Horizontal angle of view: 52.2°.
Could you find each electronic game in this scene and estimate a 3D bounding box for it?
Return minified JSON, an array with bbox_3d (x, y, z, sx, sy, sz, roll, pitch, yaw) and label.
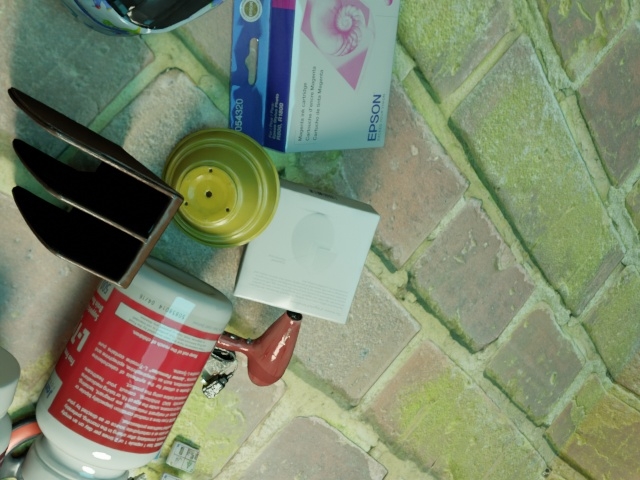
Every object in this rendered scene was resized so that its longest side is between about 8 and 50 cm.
[{"bbox_3d":[-0.522,0.423,1.221,0.229,0.048,0.229,-14,118,-29],"label":"electronic game"}]

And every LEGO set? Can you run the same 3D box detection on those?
[{"bbox_3d":[-0.371,0.481,1.328,0.244,0.060,0.182,43,58,-45],"label":"LEGO set"}]

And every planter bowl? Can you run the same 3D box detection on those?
[{"bbox_3d":[-0.183,-0.085,1.130,0.217,0.090,0.217,1,101,4],"label":"planter bowl"}]

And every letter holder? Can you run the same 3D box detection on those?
[{"bbox_3d":[-0.370,-0.089,0.937,0.214,0.302,0.152,33,90,-39],"label":"letter holder"}]

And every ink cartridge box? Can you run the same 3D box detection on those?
[{"bbox_3d":[-0.006,-0.330,1.232,0.330,0.071,0.323,-10,116,-32],"label":"ink cartridge box"}]

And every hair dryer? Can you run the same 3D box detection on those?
[{"bbox_3d":[-0.160,0.215,1.285,0.294,0.080,0.223,-25,129,11],"label":"hair dryer"}]

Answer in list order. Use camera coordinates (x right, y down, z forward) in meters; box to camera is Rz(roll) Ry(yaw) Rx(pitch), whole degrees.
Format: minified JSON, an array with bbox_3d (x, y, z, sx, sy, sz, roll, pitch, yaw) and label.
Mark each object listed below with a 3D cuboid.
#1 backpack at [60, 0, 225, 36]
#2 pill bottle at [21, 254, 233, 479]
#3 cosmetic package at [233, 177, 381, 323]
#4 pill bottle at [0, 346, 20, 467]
[{"bbox_3d":[-0.226,-0.447,0.935,0.290,0.274,0.355,51,57,-40],"label":"backpack"},{"bbox_3d":[-0.340,0.240,1.134,0.229,0.229,0.407,29,88,-39],"label":"pill bottle"},{"bbox_3d":[-0.031,0.015,1.267,0.224,0.138,0.224,16,100,-8],"label":"cosmetic package"},{"bbox_3d":[-0.620,0.356,1.013,0.224,0.224,0.392,15,101,-38],"label":"pill bottle"}]
